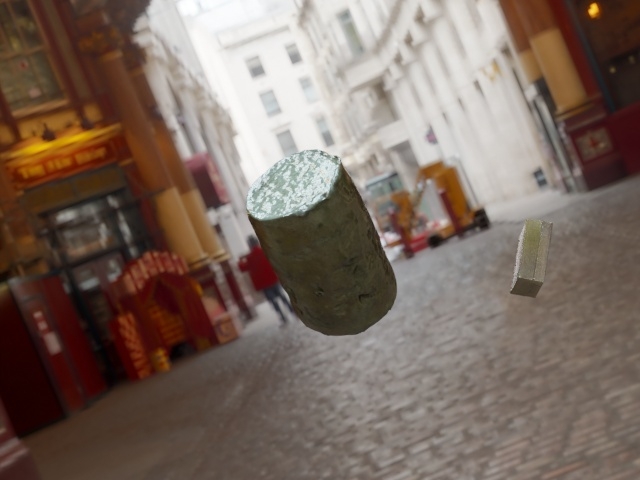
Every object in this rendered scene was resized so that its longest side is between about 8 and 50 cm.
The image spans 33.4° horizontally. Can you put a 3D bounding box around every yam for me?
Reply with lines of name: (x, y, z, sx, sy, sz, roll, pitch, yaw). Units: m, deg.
yam: (0.000, 0.000, 0.992, 0.107, 0.107, 0.194, -23, -41, 3)

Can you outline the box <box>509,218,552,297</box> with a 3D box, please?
box: (0.262, 0.021, 1.325, 0.035, 0.083, 0.079, 10, -17, 6)
